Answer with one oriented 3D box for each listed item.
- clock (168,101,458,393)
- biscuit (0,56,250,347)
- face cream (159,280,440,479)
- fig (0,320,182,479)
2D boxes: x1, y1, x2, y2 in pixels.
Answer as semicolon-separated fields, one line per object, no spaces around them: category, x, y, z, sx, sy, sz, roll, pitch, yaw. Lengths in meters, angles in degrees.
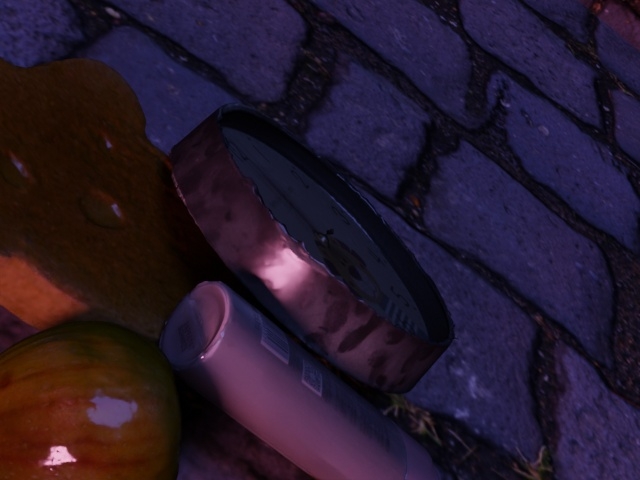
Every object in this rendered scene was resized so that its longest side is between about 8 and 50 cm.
clock;0.000;0.002;0.935;0.312;0.061;0.312;42;15;-14
biscuit;-0.194;-0.038;0.831;0.343;0.057;0.287;31;36;-43
face cream;-0.006;0.138;0.811;0.269;0.073;0.107;42;17;-31
fig;-0.180;0.131;0.673;0.186;0.148;0.142;-19;79;-10
